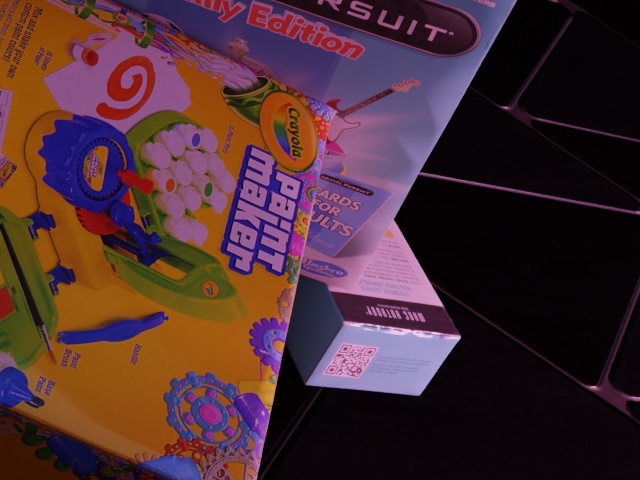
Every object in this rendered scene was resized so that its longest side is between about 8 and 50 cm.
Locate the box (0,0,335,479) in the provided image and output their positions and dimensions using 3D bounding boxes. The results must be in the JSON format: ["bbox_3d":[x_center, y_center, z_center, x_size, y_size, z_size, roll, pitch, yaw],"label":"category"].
[{"bbox_3d":[-0.168,0.018,0.918,0.279,0.177,0.290,25,42,-12],"label":"box"}]

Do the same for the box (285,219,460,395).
[{"bbox_3d":[0.000,0.000,1.268,0.100,0.060,0.244,9,37,-34],"label":"box"}]

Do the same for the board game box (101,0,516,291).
[{"bbox_3d":[-0.049,-0.115,1.038,0.254,0.336,0.079,18,58,-5],"label":"board game box"}]
